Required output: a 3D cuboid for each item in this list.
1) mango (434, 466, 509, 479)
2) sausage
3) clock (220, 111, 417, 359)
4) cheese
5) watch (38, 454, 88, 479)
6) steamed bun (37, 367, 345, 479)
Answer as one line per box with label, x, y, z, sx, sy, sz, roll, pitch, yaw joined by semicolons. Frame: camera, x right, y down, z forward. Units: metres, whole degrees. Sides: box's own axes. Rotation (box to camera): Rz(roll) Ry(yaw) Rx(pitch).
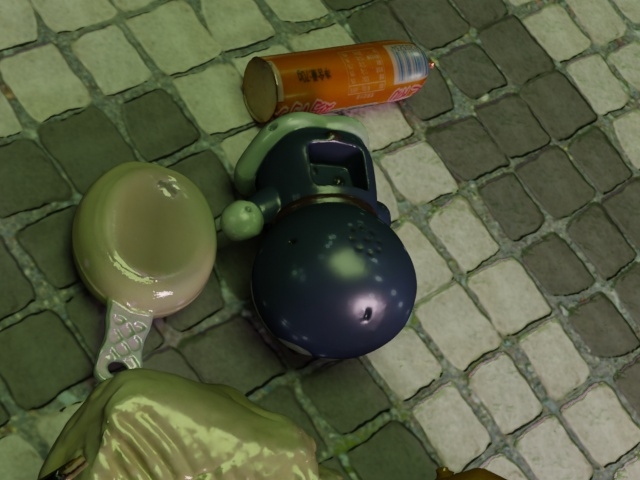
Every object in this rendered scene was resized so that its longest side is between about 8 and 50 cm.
mango;0.140;0.333;1.212;0.201;0.152;0.287;12;58;-32
sausage;0.031;-0.176;1.524;0.234;0.071;0.071;-12;67;-33
clock;0.000;0.000;1.355;0.199;0.146;0.243;9;50;-29
cheese;-0.167;0.034;1.290;0.137;0.064;0.227;18;55;-15
watch;-0.240;0.282;0.975;0.165;0.268;0.102;59;14;11
steamed bun;-0.107;0.258;1.096;0.289;0.203;0.276;40;74;-7
